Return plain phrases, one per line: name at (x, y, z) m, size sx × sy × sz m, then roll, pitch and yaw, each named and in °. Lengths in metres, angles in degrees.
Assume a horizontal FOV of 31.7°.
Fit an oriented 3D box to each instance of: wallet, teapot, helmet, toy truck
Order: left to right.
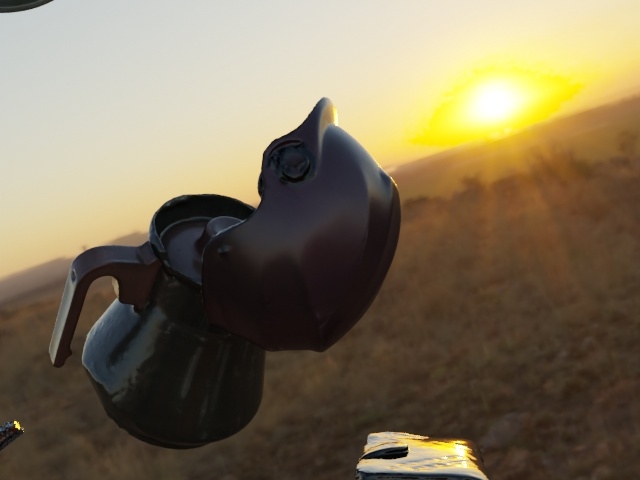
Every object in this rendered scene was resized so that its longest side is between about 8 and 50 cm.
toy truck at (-0.506, 0.315, 1.768) m, size 0.083 × 0.032 × 0.024 m, roll -36°, pitch 28°, yaw -4°
teapot at (-0.228, 0.119, 1.770) m, size 0.376 × 0.306 × 0.362 m, roll 3°, pitch -54°, yaw -32°
helmet at (0.000, 0.000, 1.458) m, size 0.338 × 0.197 × 0.271 m, roll -55°, pitch -16°, yaw -16°
wallet at (0.132, 0.284, 1.441) m, size 0.165 × 0.042 × 0.309 m, roll 5°, pitch 0°, yaw 6°

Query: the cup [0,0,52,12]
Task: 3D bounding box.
cup at (-0.364, -0.390, 1.147) m, size 0.289 × 0.258 × 0.219 m, roll -2°, pitch -39°, yaw -7°
